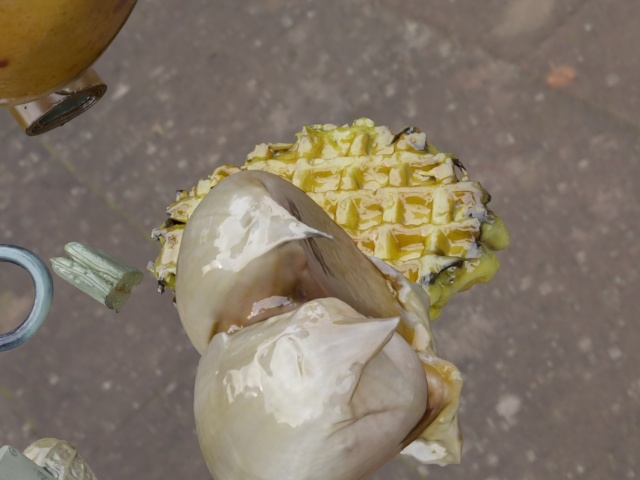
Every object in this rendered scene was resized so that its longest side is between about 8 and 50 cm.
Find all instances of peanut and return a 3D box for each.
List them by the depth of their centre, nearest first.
[{"bbox_3d":[-0.289,0.321,1.759,0.090,0.098,0.214,-30,52,34],"label":"peanut"}]

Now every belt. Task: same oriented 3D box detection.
[{"bbox_3d":[-0.217,-0.121,1.312,0.083,0.036,0.059,-33,-9,-34],"label":"belt"}]

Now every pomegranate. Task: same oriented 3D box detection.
[{"bbox_3d":[-0.219,-0.193,1.018,0.233,0.233,0.233,-20,40,18],"label":"pomegranate"}]

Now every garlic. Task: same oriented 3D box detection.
[{"bbox_3d":[-0.006,0.084,1.251,0.249,0.313,0.286,0,82,24],"label":"garlic"}]

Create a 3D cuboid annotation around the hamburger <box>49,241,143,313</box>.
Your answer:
[{"bbox_3d":[-0.245,0.033,1.701,0.084,0.121,0.054,34,90,5],"label":"hamburger"}]

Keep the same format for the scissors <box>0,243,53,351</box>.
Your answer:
[{"bbox_3d":[-0.402,0.124,1.368,0.256,0.029,0.383,30,102,9],"label":"scissors"}]

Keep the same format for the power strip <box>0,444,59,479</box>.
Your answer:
[{"bbox_3d":[-0.293,0.297,1.386,0.043,0.106,0.367,-49,8,19],"label":"power strip"}]

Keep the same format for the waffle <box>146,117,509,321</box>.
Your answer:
[{"bbox_3d":[0.000,0.000,1.837,0.382,0.095,0.379,-28,44,-17],"label":"waffle"}]

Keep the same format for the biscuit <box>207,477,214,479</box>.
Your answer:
[{"bbox_3d":[-0.015,0.411,1.613,0.070,0.350,0.394,-28,80,-1],"label":"biscuit"}]
